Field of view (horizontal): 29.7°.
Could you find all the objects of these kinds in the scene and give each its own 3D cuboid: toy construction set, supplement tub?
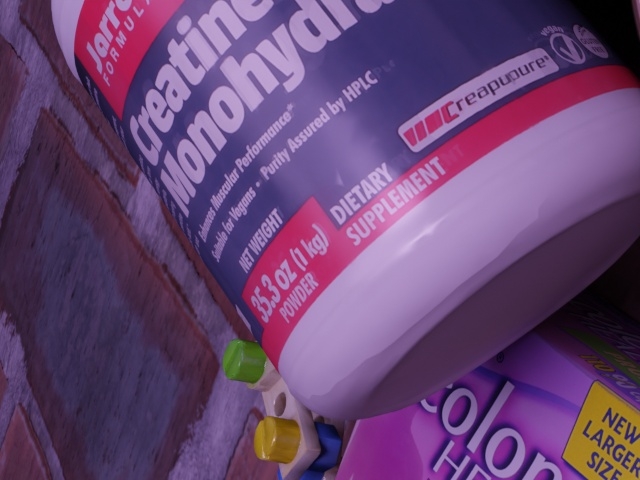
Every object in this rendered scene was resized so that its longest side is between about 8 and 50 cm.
[{"bbox_3d":[0.000,0.000,0.850,0.215,0.151,0.327,-48,53,42],"label":"toy construction set"},{"bbox_3d":[0.004,-0.077,0.528,0.272,0.191,0.191,54,131,18],"label":"supplement tub"}]

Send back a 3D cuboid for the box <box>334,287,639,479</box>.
[{"bbox_3d":[0.108,0.159,0.626,0.213,0.117,0.242,42,115,56],"label":"box"}]

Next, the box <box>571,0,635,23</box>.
[{"bbox_3d":[0.158,-0.272,0.630,0.294,0.183,0.296,31,107,57],"label":"box"}]

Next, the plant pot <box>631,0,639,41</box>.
[{"bbox_3d":[0.236,-0.105,0.460,0.110,0.237,0.237,3,-81,-80],"label":"plant pot"}]
